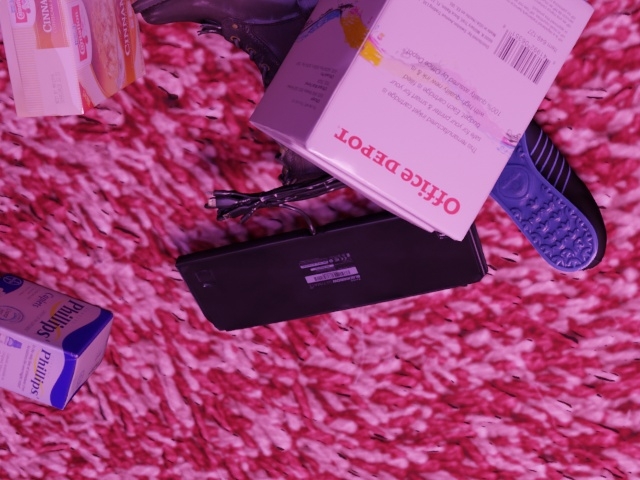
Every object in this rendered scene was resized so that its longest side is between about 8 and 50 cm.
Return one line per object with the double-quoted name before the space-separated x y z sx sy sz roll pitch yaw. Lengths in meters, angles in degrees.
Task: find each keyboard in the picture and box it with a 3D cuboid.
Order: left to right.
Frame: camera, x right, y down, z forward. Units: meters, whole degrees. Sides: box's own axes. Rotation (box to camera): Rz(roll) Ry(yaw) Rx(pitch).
"keyboard" 0.000 0.000 1.167 0.317 0.033 0.201 -12 132 13

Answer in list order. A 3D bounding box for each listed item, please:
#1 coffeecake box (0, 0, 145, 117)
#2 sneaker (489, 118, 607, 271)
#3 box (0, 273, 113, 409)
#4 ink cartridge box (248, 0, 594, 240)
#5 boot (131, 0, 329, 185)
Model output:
"coffeecake box" -0.235 -0.208 1.075 0.068 0.185 0.142 -2 109 11
"sneaker" 0.201 -0.068 1.114 0.081 0.090 0.232 -35 79 20
"box" -0.314 0.108 1.234 0.137 0.126 0.072 20 110 2
"ink cartridge box" 0.081 -0.150 0.988 0.171 0.168 0.233 31 90 -24
"boot" -0.046 -0.159 1.115 0.262 0.091 0.229 -3 114 15
